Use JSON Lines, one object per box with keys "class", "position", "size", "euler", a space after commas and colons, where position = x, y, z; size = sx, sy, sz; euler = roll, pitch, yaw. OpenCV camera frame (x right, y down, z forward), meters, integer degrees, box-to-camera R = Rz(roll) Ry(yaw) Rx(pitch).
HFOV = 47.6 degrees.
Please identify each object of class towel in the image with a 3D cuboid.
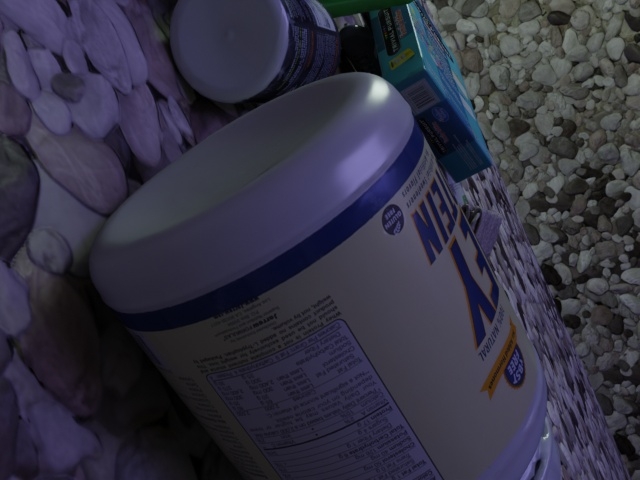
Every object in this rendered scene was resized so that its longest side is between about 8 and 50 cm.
{"class": "towel", "position": [0.281, 0.029, 1.345], "size": [0.282, 0.049, 0.187], "euler": [0, 109, -68]}

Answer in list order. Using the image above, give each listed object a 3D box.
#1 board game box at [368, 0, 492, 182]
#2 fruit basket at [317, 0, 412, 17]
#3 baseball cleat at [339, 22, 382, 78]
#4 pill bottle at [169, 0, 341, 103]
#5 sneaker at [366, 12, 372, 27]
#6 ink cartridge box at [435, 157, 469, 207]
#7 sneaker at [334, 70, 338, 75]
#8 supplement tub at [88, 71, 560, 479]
{"class": "board game box", "position": [0.193, -0.305, 1.334], "size": [0.254, 0.079, 0.336], "euler": [44, 29, -39]}
{"class": "fruit basket", "position": [0.007, -0.532, 1.219], "size": [0.392, 0.282, 0.392], "euler": [46, -35, 46]}
{"class": "baseball cleat", "position": [0.103, -0.328, 1.400], "size": [0.206, 0.072, 0.109], "euler": [33, 45, -50]}
{"class": "pill bottle", "position": [-0.054, -0.217, 0.807], "size": [0.130, 0.130, 0.245], "euler": [66, 20, -2]}
{"class": "sneaker", "position": [0.139, -0.542, 1.702], "size": [0.131, 0.112, 0.319], "euler": [30, 35, -32]}
{"class": "ink cartridge box", "position": [0.200, -0.120, 1.383], "size": [0.219, 0.092, 0.160], "euler": [66, 22, 1]}
{"class": "sneaker", "position": [-0.044, -0.285, 1.010], "size": [0.086, 0.064, 0.192], "euler": [-23, 90, -62]}
{"class": "supplement tub", "position": [0.019, 0.073, 0.527], "size": [0.325, 0.235, 0.235], "euler": [58, 22, -22]}
